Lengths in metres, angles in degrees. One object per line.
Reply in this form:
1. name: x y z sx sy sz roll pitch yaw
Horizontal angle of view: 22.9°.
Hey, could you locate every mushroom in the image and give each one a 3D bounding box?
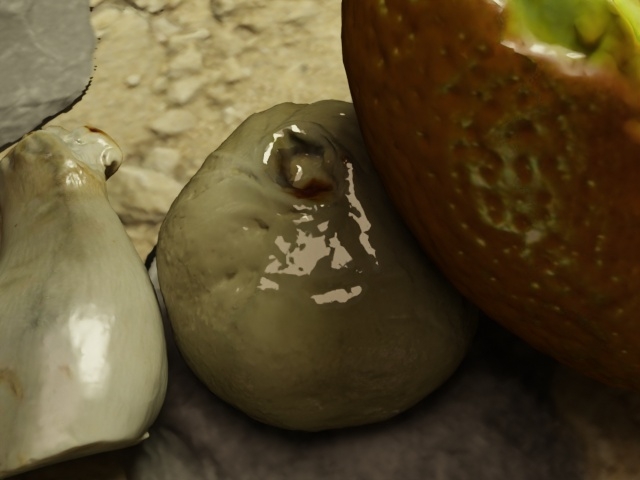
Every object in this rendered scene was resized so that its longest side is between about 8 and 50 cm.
1. mushroom: -0.132 0.027 0.786 0.116 0.093 0.225 -16 54 19

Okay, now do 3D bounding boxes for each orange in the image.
1. orange: 0.135 -0.067 0.734 0.334 0.196 0.263 39 45 -21

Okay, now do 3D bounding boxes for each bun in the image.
1. bun: 0.000 0.000 0.781 0.166 0.113 0.173 -17 53 -10
